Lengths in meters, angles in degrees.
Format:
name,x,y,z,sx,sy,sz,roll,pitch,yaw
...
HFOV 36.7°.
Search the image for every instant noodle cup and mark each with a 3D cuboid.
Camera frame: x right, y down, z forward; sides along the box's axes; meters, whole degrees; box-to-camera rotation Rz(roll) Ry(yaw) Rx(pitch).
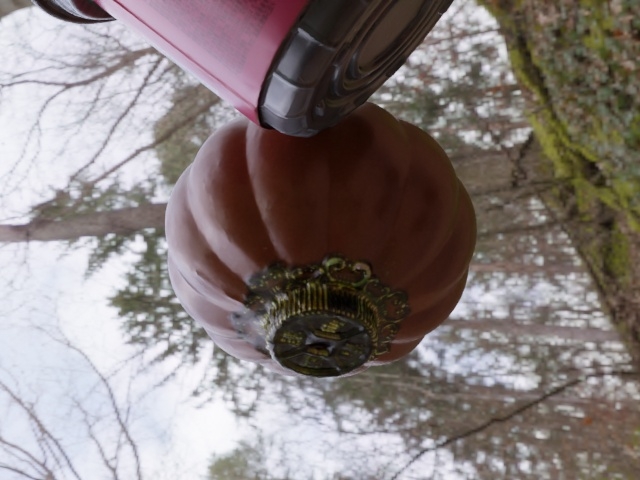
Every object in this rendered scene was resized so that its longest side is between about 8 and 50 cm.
name,x,y,z,sx,sy,sz,roll,pitch,yaw
instant noodle cup,-0.021,-0.177,0.551,0.181,0.258,0.302,43,-126,8

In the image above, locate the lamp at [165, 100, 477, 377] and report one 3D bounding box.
name,x,y,z,sx,sy,sz,roll,pitch,yaw
lamp,0.000,0.000,0.691,0.223,0.223,0.196,49,-153,-37
